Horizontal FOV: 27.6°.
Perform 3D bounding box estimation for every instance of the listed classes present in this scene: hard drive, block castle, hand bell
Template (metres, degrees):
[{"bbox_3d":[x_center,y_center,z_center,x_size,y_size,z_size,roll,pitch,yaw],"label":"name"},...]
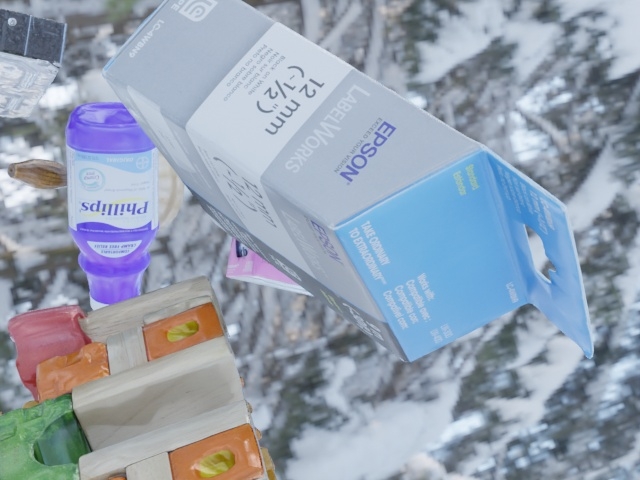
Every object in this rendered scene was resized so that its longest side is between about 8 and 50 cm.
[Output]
[{"bbox_3d":[-0.498,-0.234,1.580,0.237,0.339,0.064,154,-57,-64],"label":"hard drive"},{"bbox_3d":[-0.112,0.244,0.865,0.453,0.212,0.303,-116,-171,-62],"label":"block castle"},{"bbox_3d":[-0.314,-0.080,1.753,0.126,0.242,0.126,-3,-95,43],"label":"hand bell"}]

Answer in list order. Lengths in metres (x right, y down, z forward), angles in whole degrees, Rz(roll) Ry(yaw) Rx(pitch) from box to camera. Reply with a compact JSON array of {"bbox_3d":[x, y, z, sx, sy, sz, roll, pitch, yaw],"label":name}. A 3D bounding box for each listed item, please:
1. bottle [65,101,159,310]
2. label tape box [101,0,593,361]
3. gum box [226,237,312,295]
[{"bbox_3d":[-0.267,-0.036,1.681,0.092,0.118,0.283,-104,-163,-59],"label":"bottle"},{"bbox_3d":[0.027,-0.021,0.973,0.347,0.115,0.249,37,-11,28],"label":"label tape box"},{"bbox_3d":[0.000,0.000,1.299,0.062,0.188,0.107,-7,-108,60],"label":"gum box"}]
